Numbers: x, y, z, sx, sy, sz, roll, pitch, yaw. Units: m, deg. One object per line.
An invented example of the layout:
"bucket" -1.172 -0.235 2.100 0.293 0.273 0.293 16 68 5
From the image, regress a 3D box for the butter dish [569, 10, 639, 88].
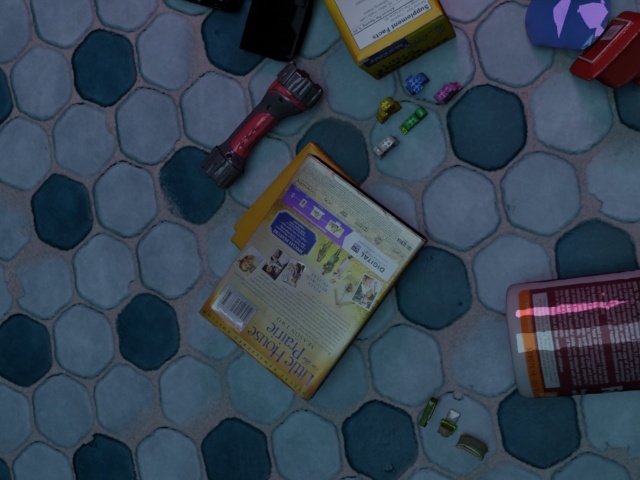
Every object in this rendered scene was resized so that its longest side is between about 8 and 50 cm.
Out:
"butter dish" 0.577 -0.344 1.743 0.118 0.160 0.160 39 103 -12

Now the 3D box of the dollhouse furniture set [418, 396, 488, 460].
"dollhouse furniture set" 0.281 0.382 1.868 0.152 0.076 0.058 27 99 14

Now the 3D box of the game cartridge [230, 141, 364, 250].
"game cartridge" 0.000 0.000 1.956 0.323 0.053 0.285 46 103 12

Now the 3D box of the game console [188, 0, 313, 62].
"game console" -0.186 -0.530 1.987 0.361 0.044 0.213 20 101 17

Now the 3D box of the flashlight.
"flashlight" -0.127 -0.238 1.955 0.103 0.103 0.304 44 101 7

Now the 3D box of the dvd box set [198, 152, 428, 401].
"dvd box set" -0.019 0.077 1.904 0.307 0.062 0.420 37 100 13

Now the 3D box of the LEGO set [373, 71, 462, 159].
"LEGO set" 0.171 -0.272 1.872 0.227 0.093 0.087 -42 80 13

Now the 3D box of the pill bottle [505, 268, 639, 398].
"pill bottle" 0.558 0.170 1.709 0.392 0.224 0.224 -8 89 16

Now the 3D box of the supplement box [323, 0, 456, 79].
"supplement box" 0.099 -0.533 1.834 0.194 0.195 0.356 -27 83 15

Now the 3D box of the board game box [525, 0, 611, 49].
"board game box" 0.489 -0.437 1.804 0.169 0.033 0.133 14 85 33
